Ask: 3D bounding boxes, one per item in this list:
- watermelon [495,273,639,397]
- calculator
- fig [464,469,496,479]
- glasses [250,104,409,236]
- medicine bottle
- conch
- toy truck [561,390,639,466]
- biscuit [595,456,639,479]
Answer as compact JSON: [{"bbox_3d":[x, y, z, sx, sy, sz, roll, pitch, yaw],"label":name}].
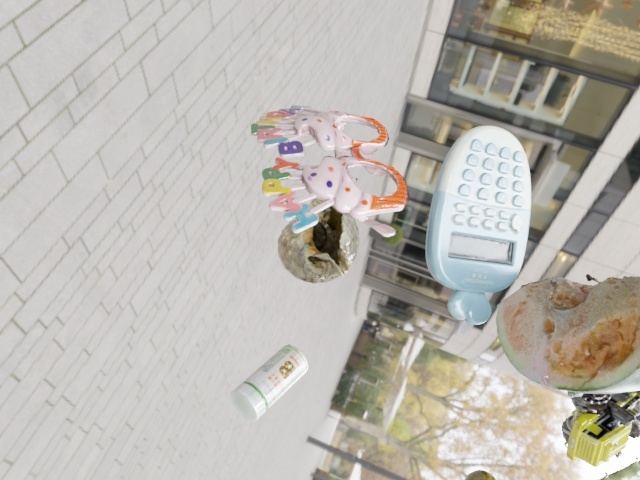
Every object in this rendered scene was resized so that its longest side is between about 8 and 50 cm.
[{"bbox_3d":[0.421,0.155,0.769,0.322,0.188,0.175,168,-57,-73],"label":"watermelon"},{"bbox_3d":[0.244,-0.022,0.805,0.042,0.189,0.302,16,-83,61],"label":"calculator"},{"bbox_3d":[0.348,0.536,1.148,0.088,0.074,0.073,56,55,-75],"label":"fig"},{"bbox_3d":[-0.002,-0.080,0.615,0.255,0.162,0.095,-102,-156,-49],"label":"glasses"},{"bbox_3d":[-0.115,0.328,1.226,0.183,0.086,0.086,-37,149,-42],"label":"medicine bottle"},{"bbox_3d":[0.000,0.000,0.858,0.207,0.130,0.155,-137,-135,-74],"label":"conch"},{"bbox_3d":[0.528,0.282,0.924,0.286,0.111,0.136,-24,126,-27],"label":"toy truck"},{"bbox_3d":[0.287,0.206,0.440,0.016,0.232,0.139,-121,-159,-50],"label":"biscuit"}]
